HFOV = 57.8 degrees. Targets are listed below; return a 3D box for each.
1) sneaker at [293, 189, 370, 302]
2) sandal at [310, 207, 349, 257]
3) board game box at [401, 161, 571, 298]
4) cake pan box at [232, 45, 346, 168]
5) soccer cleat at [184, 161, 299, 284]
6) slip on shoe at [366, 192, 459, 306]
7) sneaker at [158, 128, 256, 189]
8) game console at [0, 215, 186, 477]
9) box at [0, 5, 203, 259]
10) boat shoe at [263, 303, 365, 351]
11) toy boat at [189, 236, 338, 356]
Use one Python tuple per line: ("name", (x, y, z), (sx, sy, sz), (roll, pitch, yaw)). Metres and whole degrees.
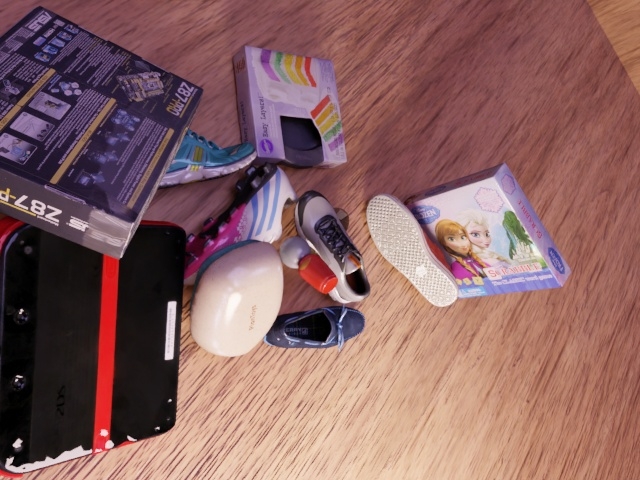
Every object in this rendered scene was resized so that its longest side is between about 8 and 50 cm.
("sneaker", (0.036, 0.013, 1.249), (0.100, 0.108, 0.271), (-34, 106, -27))
("sandal", (0.000, 0.000, 1.320), (0.072, 0.049, 0.180), (37, 76, -27))
("board game box", (0.393, -0.007, 1.432), (0.066, 0.319, 0.318), (-45, 106, -33))
("cake pan box", (-0.067, -0.291, 1.320), (0.246, 0.070, 0.267), (-1, 81, -34))
("soccer cleat", (-0.153, -0.014, 1.170), (0.143, 0.116, 0.331), (51, 58, -27))
("slip on shoe", (0.230, 0.018, 1.451), (0.331, 0.123, 0.101), (50, 24, -11))
("sneaker", (-0.245, -0.167, 1.131), (0.275, 0.107, 0.110), (-16, 100, -37))
("game console", (-0.368, 0.155, 0.932), (0.342, 0.060, 0.386), (2, 92, -55))
("box", (-0.389, -0.189, 0.920), (0.318, 0.097, 0.395), (23, 41, -13))
("boat shoe", (0.003, 0.196, 1.250), (0.258, 0.089, 0.109), (-9, 85, -37))
("toy boat", (-0.120, 0.086, 1.123), (0.318, 0.267, 0.148), (-21, 51, -38))
